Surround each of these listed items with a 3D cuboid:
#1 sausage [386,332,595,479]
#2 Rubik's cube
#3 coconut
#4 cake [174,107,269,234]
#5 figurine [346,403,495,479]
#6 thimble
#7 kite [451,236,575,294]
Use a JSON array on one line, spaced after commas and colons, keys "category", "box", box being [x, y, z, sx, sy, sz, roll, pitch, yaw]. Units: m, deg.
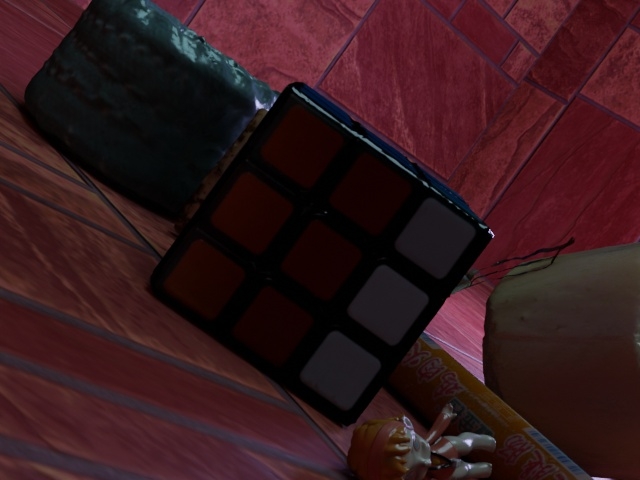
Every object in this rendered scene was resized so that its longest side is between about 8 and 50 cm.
[{"category": "sausage", "box": [0.120, 0.140, 0.925, 0.053, 0.053, 0.348, 30, 8, -47]}, {"category": "Rubik's cube", "box": [0.000, 0.000, 0.813, 0.160, 0.163, 0.162, 35, 4, -5]}, {"category": "coconut", "box": [0.304, 0.117, 1.185, 0.244, 0.239, 0.239, -5, -21, 34]}, {"category": "cake", "box": [0.003, -0.031, 1.030, 0.112, 0.135, 0.246, 38, 17, 23]}, {"category": "figurine", "box": [0.059, 0.124, 0.691, 0.109, 0.064, 0.047, 11, -2, -43]}, {"category": "thimble", "box": [-0.139, -0.119, 1.067, 0.198, 0.143, 0.235, 39, 4, 20]}, {"category": "kite", "box": [0.144, 0.042, 1.203, 0.016, 0.229, 0.127, 67, 23, -6]}]
